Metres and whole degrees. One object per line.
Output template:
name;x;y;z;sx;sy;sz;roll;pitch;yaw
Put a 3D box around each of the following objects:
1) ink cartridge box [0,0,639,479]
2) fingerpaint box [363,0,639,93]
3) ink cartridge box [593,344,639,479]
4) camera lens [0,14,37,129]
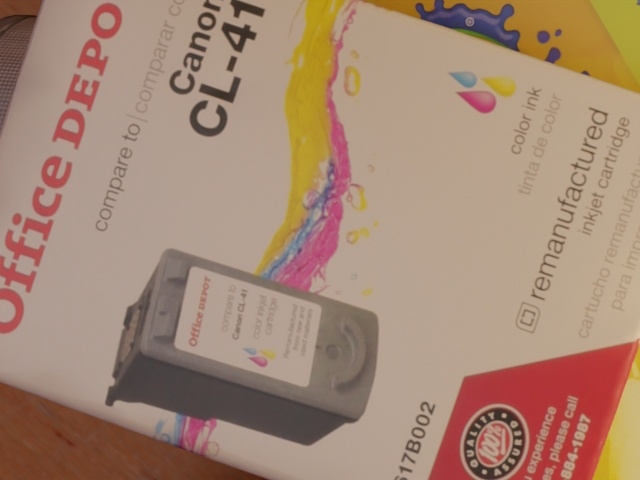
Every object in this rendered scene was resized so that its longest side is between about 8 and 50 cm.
ink cartridge box;0.000;0.000;0.570;0.306;0.131;0.226;19;91;1
fingerpaint box;0.149;-0.279;0.681;0.371;0.163;0.445;-31;89;17
ink cartridge box;0.252;0.146;0.691;0.307;0.072;0.304;-40;87;-13
camera lens;-0.106;-0.032;0.765;0.274;0.219;0.220;6;101;15
